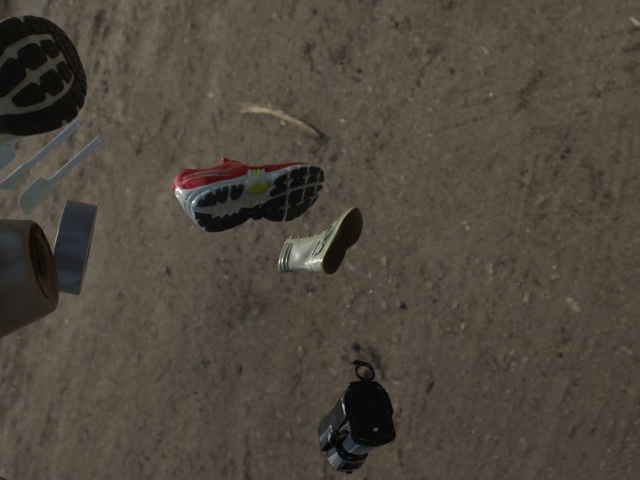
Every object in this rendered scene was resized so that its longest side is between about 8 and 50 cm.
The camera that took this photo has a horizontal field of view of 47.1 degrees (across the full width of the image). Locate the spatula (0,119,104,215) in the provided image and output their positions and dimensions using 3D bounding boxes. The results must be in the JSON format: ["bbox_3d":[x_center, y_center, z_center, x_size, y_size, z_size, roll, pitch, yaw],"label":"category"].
[{"bbox_3d":[-0.613,-0.192,1.610,0.242,0.168,0.019,-43,25,-6],"label":"spatula"}]

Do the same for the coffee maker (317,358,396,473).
[{"bbox_3d":[0.073,0.364,1.493,0.178,0.120,0.171,119,169,-52],"label":"coffee maker"}]

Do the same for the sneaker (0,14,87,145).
[{"bbox_3d":[-0.477,-0.170,0.950,0.182,0.410,0.158,-1,124,30],"label":"sneaker"}]

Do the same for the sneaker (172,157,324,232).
[{"bbox_3d":[-0.111,-0.097,1.194,0.118,0.279,0.107,42,125,35],"label":"sneaker"}]

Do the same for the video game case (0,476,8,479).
[{"bbox_3d":[-0.583,0.461,1.242,0.035,0.248,0.275,-46,42,-9],"label":"video game case"}]

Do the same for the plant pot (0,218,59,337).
[{"bbox_3d":[-0.688,0.080,1.457,0.323,0.280,0.323,167,90,-83],"label":"plant pot"}]

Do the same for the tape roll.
[{"bbox_3d":[-0.582,0.016,1.734,0.219,0.072,0.219,-169,90,-75],"label":"tape roll"}]

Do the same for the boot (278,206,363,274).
[{"bbox_3d":[0.000,0.000,1.804,0.165,0.077,0.213,-4,41,40],"label":"boot"}]
